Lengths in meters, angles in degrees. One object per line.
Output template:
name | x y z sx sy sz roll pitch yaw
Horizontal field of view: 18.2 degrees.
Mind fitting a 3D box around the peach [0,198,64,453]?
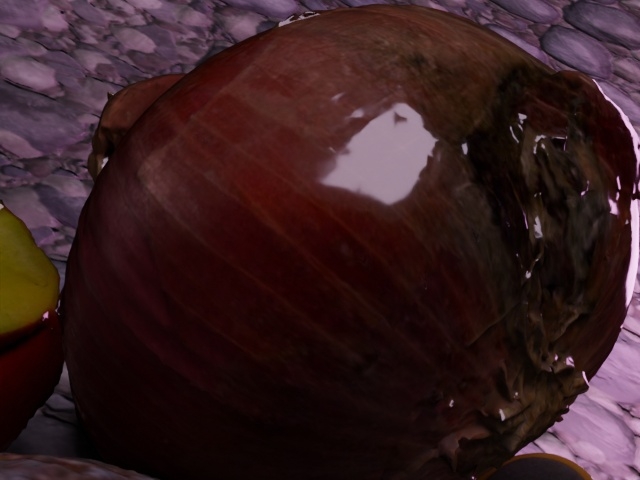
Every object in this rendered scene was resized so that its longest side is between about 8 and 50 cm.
peach | -0.276 0.082 1.201 0.267 0.158 0.154 -8 33 -46

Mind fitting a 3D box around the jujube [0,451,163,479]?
jujube | -0.173 0.227 0.976 0.215 0.246 0.308 34 18 36

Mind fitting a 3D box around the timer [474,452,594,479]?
timer | 0.163 0.280 1.233 0.233 0.240 0.233 -5 44 4

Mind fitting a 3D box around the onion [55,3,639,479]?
onion | 0.021 0.027 1.146 0.354 0.353 0.353 19 31 -12

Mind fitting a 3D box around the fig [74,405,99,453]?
fig | -0.087 0.079 1.363 0.148 0.142 0.186 21 31 -13
